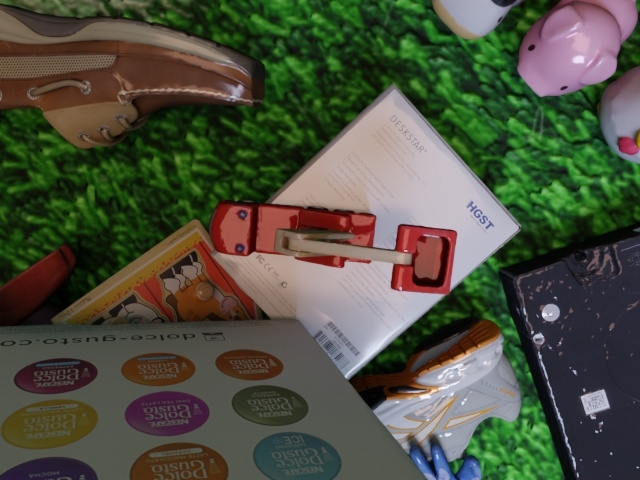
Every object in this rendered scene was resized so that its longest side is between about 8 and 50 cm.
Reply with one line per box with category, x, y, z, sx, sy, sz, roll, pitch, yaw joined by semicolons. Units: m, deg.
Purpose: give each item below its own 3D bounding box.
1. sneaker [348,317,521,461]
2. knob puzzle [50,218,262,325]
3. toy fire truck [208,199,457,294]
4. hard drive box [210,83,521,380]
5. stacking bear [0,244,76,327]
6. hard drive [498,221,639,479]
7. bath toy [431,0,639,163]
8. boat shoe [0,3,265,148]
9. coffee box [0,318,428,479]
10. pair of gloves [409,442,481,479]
sneaker;0.089;0.192;0.593;0.263;0.099;0.121;-29;100;6
knob puzzle;-0.126;0.101;0.561;0.213;0.030;0.212;9;74;-33
toy fire truck;0.000;0.000;0.460;0.192;0.135;0.047;6;96;1
hard drive box;0.042;-0.004;0.572;0.232;0.089;0.181;-42;94;6
stacking bear;-0.248;0.179;0.570;0.164;0.175;0.289;-29;105;23
hard drive;0.350;0.152;0.596;0.237;0.064;0.338;-20;95;4
bath toy;0.225;-0.200;0.527;0.348;0.129;0.151;43;95;-4
boat shoe;-0.215;-0.150;0.555;0.324;0.122;0.119;10;102;8
coffee box;-0.133;0.271;0.371;0.338;0.334;0.337;0;106;-21
pair of gloves;0.077;0.274;0.597;0.198;0.023;0.159;-24;127;12
